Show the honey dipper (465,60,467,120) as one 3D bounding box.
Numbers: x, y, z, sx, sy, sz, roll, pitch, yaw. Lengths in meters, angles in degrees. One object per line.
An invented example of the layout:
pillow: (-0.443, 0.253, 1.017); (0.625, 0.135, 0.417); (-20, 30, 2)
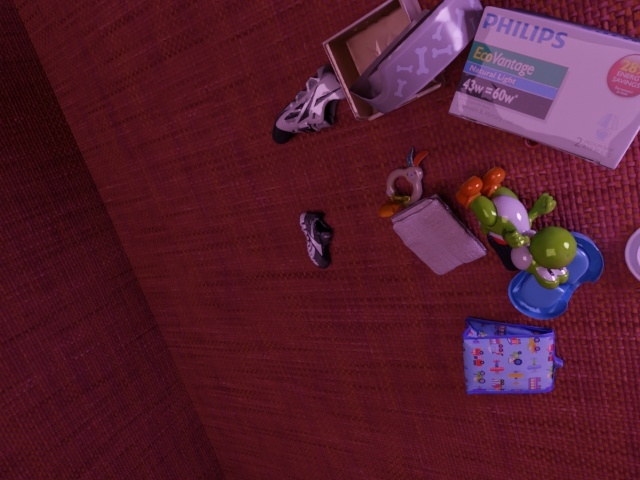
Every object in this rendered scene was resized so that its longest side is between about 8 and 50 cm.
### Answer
honey dipper: (0.412, -0.415, 1.301); (0.031, 0.030, 0.160); (14, 123, 28)

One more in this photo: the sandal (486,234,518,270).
sandal: (0.559, 0.015, 1.419); (0.067, 0.040, 0.179); (-11, 121, 43)

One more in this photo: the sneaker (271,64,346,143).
sneaker: (-0.038, -0.405, 1.543); (0.146, 0.122, 0.330); (51, 130, 4)

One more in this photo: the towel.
towel: (0.368, -0.011, 1.464); (0.282, 0.049, 0.187); (42, 132, -19)

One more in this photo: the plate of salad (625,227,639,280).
plate of salad: (0.898, 0.038, 1.193); (0.200, 0.048, 0.199); (18, 118, 37)

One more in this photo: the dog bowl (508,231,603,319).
dog bowl: (0.679, 0.097, 1.352); (0.166, 0.074, 0.297); (36, 128, 14)

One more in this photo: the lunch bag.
lunch bag: (0.622, 0.384, 1.512); (0.294, 0.138, 0.220); (-1, 110, 24)

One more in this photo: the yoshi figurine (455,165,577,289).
yoshi figurine: (0.544, -0.046, 1.245); (0.204, 0.203, 0.362); (-40, 70, 17)

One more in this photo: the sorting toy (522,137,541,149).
sorting toy: (0.563, -0.295, 1.259); (0.061, 0.042, 0.101); (-5, 98, 19)

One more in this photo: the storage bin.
storage bin: (0.187, -0.511, 1.340); (0.263, 0.123, 0.260); (-18, 102, 38)

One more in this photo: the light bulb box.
light bulb box: (0.530, -0.359, 1.034); (0.358, 0.361, 0.225); (27, 125, 21)

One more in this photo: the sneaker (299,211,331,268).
sneaker: (0.000, 0.000, 1.751); (0.106, 0.078, 0.234); (-8, 106, 39)

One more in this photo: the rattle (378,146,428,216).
rattle: (0.250, -0.186, 1.456); (0.130, 0.143, 0.199); (57, 143, 28)

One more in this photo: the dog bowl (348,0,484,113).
dog bowl: (0.224, -0.437, 1.076); (0.102, 0.348, 0.349); (43, 131, -13)
